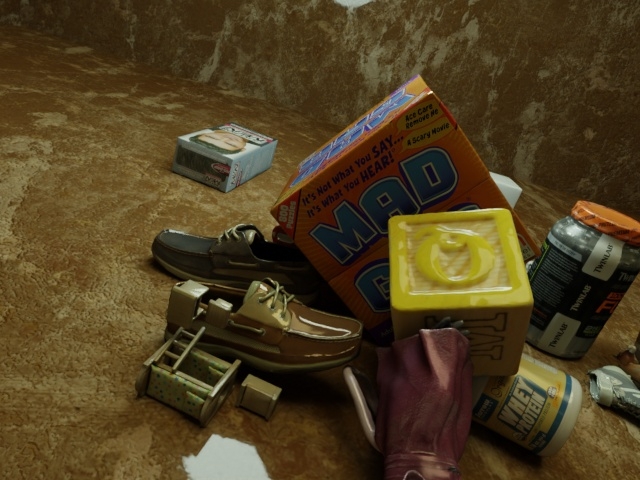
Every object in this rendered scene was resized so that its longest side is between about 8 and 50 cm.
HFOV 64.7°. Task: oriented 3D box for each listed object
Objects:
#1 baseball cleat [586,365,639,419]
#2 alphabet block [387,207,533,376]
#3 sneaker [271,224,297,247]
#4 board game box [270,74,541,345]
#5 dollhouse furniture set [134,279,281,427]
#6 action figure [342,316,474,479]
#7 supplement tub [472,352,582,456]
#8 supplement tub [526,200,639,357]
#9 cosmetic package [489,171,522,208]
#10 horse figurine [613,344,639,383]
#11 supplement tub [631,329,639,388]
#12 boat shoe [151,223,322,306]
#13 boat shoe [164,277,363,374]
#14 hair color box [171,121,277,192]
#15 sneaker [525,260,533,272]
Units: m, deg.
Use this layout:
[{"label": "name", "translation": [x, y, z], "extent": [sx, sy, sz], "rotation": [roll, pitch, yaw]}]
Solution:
[{"label": "baseball cleat", "translation": [0.636, 0.341, 1.037], "extent": [0.109, 0.072, 0.206], "rotation": [-5, 25, -16]}, {"label": "alphabet block", "translation": [0.210, 0.087, 0.802], "extent": [0.193, 0.197, 0.192], "rotation": [-5, 48, 9]}, {"label": "sneaker", "translation": [0.000, 0.000, 1.276], "extent": [0.221, 0.087, 0.128], "rotation": [27, 26, 15]}, {"label": "board game box", "translation": [0.170, -0.080, 1.069], "extent": [0.356, 0.356, 0.356], "rotation": [51, 19, -14]}, {"label": "dollhouse furniture set", "translation": [-0.144, 0.169, 0.704], "extent": [0.182, 0.161, 0.101], "rotation": [21, 24, 9]}, {"label": "action figure", "translation": [0.112, 0.283, 0.615], "extent": [0.275, 0.248, 0.370], "rotation": [-15, 41, 29]}, {"label": "supplement tub", "translation": [0.320, 0.258, 0.868], "extent": [0.199, 0.144, 0.144], "rotation": [25, 24, 15]}, {"label": "supplement tub", "translation": [0.609, 0.091, 1.203], "extent": [0.207, 0.338, 0.207], "rotation": [15, 24, -7]}, {"label": "cosmetic package", "translation": [0.534, -0.130, 1.771], "extent": [0.224, 0.224, 0.138], "rotation": [15, 24, -9]}, {"label": "horse figurine", "translation": [0.731, 0.304, 1.012], "extent": [0.066, 0.174, 0.263], "rotation": [-21, 57, -27]}, {"label": "supplement tub", "translation": [0.845, 0.205, 1.114], "extent": [0.228, 0.316, 0.228], "rotation": [13, 11, -3]}, {"label": "boat shoe", "translation": [-0.161, 0.026, 1.041], "extent": [0.355, 0.130, 0.132], "rotation": [15, 24, -8]}, {"label": "boat shoe", "translation": [-0.095, 0.125, 0.796], "extent": [0.324, 0.120, 0.122], "rotation": [3, 18, 6]}, {"label": "hair color box", "translation": [-0.295, -0.280, 1.635], "extent": [0.185, 0.114, 0.374], "rotation": [22, 24, 7]}, {"label": "sneaker", "translation": [0.666, 0.134, 1.452], "extent": [0.153, 0.094, 0.235], "rotation": [16, 12, 16]}]
